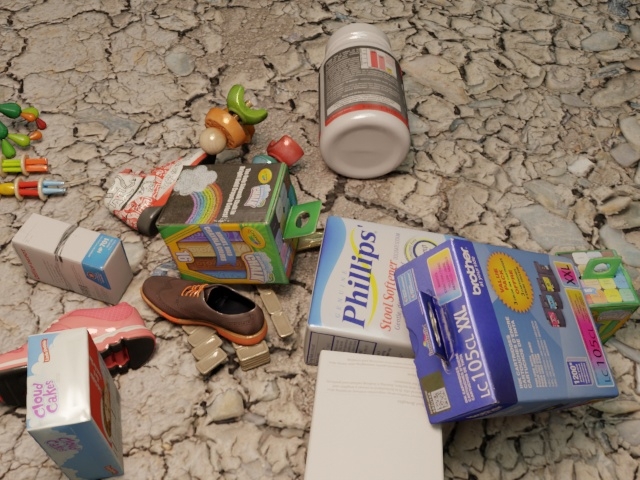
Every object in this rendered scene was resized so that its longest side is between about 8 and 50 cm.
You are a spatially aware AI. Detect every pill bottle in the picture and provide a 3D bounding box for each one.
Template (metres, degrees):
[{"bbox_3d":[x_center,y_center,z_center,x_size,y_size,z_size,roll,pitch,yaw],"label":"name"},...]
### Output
[{"bbox_3d":[0.099,-0.345,1.551,0.210,0.210,0.362,2,54,-4],"label":"pill bottle"}]

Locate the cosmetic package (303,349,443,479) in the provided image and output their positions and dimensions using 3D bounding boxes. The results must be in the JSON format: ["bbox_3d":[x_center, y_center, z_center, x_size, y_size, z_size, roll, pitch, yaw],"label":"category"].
[{"bbox_3d":[0.081,0.378,1.019,0.218,0.156,0.384,6,47,5],"label":"cosmetic package"}]

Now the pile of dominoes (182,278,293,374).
[{"bbox_3d":[-0.181,0.147,1.287,0.196,0.040,0.251,-19,50,-15],"label":"pile of dominoes"}]

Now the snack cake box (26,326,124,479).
[{"bbox_3d":[-0.383,0.270,1.023,0.089,0.264,0.152,-8,55,-10],"label":"snack cake box"}]

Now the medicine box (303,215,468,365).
[{"bbox_3d":[0.129,0.115,1.255,0.290,0.149,0.263,10,54,1],"label":"medicine box"}]

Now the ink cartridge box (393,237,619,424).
[{"bbox_3d":[0.289,0.154,1.071,0.396,0.151,0.269,6,61,-35],"label":"ink cartridge box"}]

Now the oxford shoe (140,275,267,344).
[{"bbox_3d":[-0.227,0.108,1.229,0.272,0.098,0.096,15,50,15],"label":"oxford shoe"}]

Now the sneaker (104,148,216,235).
[{"bbox_3d":[-0.359,-0.141,1.435,0.145,0.090,0.270,28,59,12],"label":"sneaker"}]

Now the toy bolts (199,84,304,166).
[{"bbox_3d":[-0.181,-0.204,1.478,0.228,0.218,0.158,43,71,-14],"label":"toy bolts"}]

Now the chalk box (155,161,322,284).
[{"bbox_3d":[-0.140,-0.033,1.276,0.289,0.179,0.180,1,47,13],"label":"chalk box"}]

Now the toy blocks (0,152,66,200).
[{"bbox_3d":[-0.641,-0.142,1.432,0.148,0.054,0.123,-1,54,-6],"label":"toy blocks"}]

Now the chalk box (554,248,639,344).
[{"bbox_3d":[0.519,0.105,1.257,0.133,0.213,0.132,-3,54,-7],"label":"chalk box"}]

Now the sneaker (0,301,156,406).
[{"bbox_3d":[-0.471,0.199,1.181,0.314,0.115,0.136,-14,46,-23],"label":"sneaker"}]

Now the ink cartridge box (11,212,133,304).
[{"bbox_3d":[-0.481,0.038,1.261,0.191,0.139,0.082,18,56,8],"label":"ink cartridge box"}]

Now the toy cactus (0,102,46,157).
[{"bbox_3d":[-0.737,-0.272,1.452,0.112,0.180,0.219,21,47,35],"label":"toy cactus"}]

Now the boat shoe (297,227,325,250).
[{"bbox_3d":[0.000,0.000,1.394,0.153,0.048,0.056,-4,9,-12],"label":"boat shoe"}]
